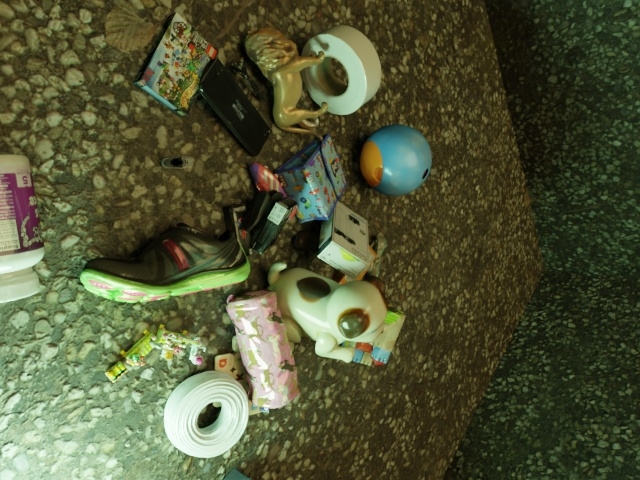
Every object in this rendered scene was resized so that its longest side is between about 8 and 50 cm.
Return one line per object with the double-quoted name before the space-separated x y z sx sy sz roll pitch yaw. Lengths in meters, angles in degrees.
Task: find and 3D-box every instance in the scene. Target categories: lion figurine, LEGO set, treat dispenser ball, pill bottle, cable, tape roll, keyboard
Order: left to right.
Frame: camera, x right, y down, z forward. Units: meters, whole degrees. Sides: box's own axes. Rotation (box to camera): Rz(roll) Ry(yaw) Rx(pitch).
"pill bottle" -0.690 -0.027 0.992 0.169 0.169 0.301 -14 105 -44
"LEGO set" -0.448 0.316 1.320 0.287 0.107 0.132 -4 97 -45
"cable" -0.346 0.538 1.442 0.257 0.089 0.256 0 96 -35
"keyboard" -0.250 -0.435 1.468 0.317 0.033 0.201 51 57 -47
"lion figurine" -0.109 -0.502 1.555 0.240 0.142 0.391 -17 114 -21
"tape roll" 0.066 -0.587 1.624 0.100 0.286 0.286 -45 124 -33
"treat dispenser ball" 0.303 -0.323 1.888 0.288 0.288 0.287 -6 99 -45

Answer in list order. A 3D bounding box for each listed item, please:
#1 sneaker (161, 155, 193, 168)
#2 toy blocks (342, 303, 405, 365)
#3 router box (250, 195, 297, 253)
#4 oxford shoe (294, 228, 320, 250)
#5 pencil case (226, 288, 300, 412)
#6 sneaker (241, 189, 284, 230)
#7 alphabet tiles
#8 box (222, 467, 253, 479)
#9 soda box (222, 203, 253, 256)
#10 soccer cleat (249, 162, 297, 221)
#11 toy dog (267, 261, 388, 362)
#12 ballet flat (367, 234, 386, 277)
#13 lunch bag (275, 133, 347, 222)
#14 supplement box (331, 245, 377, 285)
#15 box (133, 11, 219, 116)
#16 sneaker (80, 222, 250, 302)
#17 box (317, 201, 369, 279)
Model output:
"sneaker" -0.398 -0.223 1.340 0.098 0.069 0.038 -19 108 -43
"toy blocks" 0.177 0.360 1.824 0.191 0.381 0.260 22 90 -21
"router box" -0.150 -0.052 1.528 0.178 0.046 0.133 -58 177 18
"oxford shoe" 0.000 0.000 1.753 0.227 0.096 0.082 -4 99 -44
"pencil case" -0.187 0.346 1.515 0.167 0.160 0.385 -16 97 -38
"sneaker" -0.184 -0.096 1.500 0.170 0.051 0.089 -63 154 -6
"alphabet tiles" -0.247 0.459 1.600 0.278 0.021 0.283 2 93 -44
"box" -0.278 1.092 1.442 0.472 0.298 0.479 -36 119 -39
"soda box" -0.266 -0.030 1.502 0.053 0.060 0.168 -18 108 -42
"soccer cleat" -0.168 -0.154 1.579 0.095 0.083 0.248 -54 131 -21
"toy dog" 0.041 0.219 1.578 0.284 0.408 0.395 -42 123 -44
"ballet flat" 0.227 0.079 2.025 0.068 0.072 0.213 21 77 -17
"lunch bag" -0.003 -0.239 1.724 0.293 0.138 0.220 -54 129 -43
"supplement box" 0.134 0.120 1.909 0.080 0.078 0.233 52 57 -18
"box" -0.402 -0.494 1.324 0.159 0.044 0.233 34 71 -42
"sneaker" -0.423 0.056 1.302 0.483 0.185 0.202 -6 80 -48
"box" 0.087 -0.009 1.702 0.169 0.087 0.290 34 31 -16
